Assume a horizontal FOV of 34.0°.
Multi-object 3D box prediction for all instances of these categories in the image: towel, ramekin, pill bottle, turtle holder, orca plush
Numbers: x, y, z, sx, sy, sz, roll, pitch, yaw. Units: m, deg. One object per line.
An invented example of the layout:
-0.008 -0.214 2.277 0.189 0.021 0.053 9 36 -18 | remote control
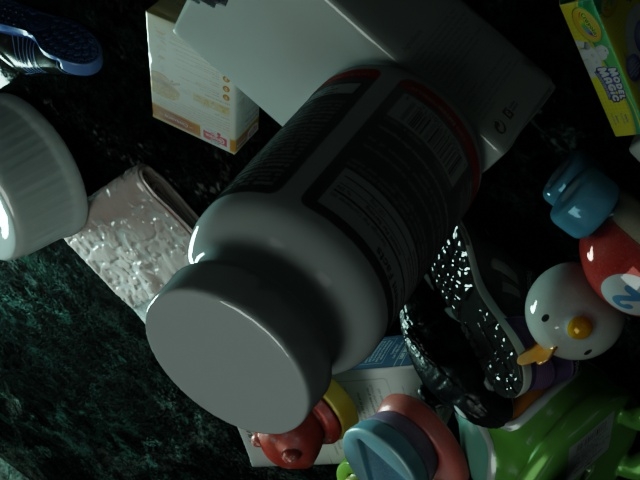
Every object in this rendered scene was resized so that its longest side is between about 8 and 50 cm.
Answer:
-0.289 0.036 1.824 0.317 0.053 0.332 50 141 -14 | towel
-0.539 -0.099 1.782 0.277 0.135 0.277 28 136 30 | ramekin
0.000 0.000 1.031 0.210 0.363 0.210 21 137 21 | pill bottle
0.316 0.279 1.453 0.227 0.243 0.320 38 180 36 | turtle holder
0.157 0.117 1.379 0.151 0.287 0.102 -32 141 26 | orca plush

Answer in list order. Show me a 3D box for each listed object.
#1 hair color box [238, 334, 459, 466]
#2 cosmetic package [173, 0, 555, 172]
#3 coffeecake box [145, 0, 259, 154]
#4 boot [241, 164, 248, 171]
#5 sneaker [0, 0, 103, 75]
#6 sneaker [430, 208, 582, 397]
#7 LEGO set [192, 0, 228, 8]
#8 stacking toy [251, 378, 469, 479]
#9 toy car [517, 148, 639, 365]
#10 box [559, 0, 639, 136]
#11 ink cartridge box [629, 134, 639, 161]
0.032 0.255 1.651 0.347 0.105 0.173 -9 111 27 | hair color box
0.042 -0.214 1.204 0.385 0.156 0.217 43 143 -4 | cosmetic package
-0.158 -0.228 1.424 0.142 0.068 0.185 26 141 17 | coffeecake box
-0.082 -0.015 1.585 0.263 0.091 0.229 8 128 29 | boot
-0.412 -0.286 1.575 0.232 0.081 0.090 28 145 25 | sneaker
0.235 0.062 1.340 0.107 0.124 0.283 115 138 -57 | sneaker
-0.178 -0.393 1.029 0.255 0.331 0.192 34 -170 38 | LEGO set
0.061 0.342 1.484 0.309 0.130 0.279 4 124 48 | stacking toy
0.304 0.063 1.161 0.219 0.210 0.238 36 106 -3 | toy car
0.299 -0.206 1.035 0.043 0.105 0.179 -3 127 49 | box
0.438 -0.107 1.037 0.153 0.087 0.208 43 144 -5 | ink cartridge box
